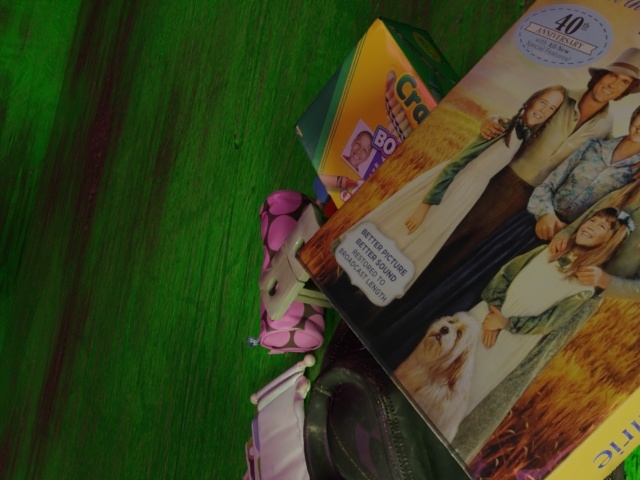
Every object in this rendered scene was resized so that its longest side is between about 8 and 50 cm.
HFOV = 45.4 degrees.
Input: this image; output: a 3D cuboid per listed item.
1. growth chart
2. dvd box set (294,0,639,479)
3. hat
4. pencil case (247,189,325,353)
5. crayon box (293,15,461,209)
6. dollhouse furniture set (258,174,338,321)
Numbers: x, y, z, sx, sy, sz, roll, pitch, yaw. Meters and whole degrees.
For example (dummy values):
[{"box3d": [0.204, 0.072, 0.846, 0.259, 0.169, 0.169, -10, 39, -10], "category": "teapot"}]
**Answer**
[{"box3d": [-0.055, 0.283, 0.979, 0.172, 0.021, 0.237, -36, 48, 45], "category": "growth chart"}, {"box3d": [0.200, -0.048, 0.556, 0.420, 0.062, 0.307, -46, 42, 5], "category": "dvd box set"}, {"box3d": [0.076, 0.179, 0.652, 0.331, 0.134, 0.331, -2, 87, 44], "category": "hat"}, {"box3d": [-0.044, 0.043, 1.012, 0.098, 0.095, 0.209, 121, 153, -60], "category": "pencil case"}, {"box3d": [0.098, -0.068, 0.777, 0.165, 0.081, 0.278, -48, 58, 35], "category": "crayon box"}, {"box3d": [0.000, 0.000, 0.920, 0.129, 0.129, 0.184, -54, 38, 28], "category": "dollhouse furniture set"}]
